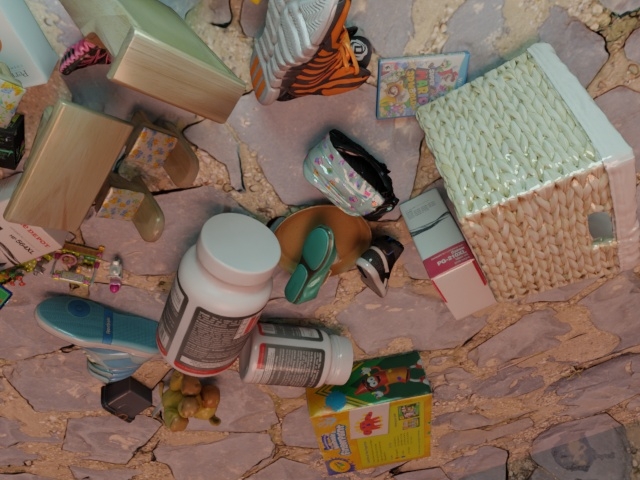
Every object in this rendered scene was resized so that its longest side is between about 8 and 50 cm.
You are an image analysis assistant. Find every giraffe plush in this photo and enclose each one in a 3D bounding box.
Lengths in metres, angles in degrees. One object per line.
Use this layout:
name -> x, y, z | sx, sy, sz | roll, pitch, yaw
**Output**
giraffe plush -> -0.369, 0.479, 1.535 | 0.170, 0.181, 0.210 | 22, 136, -37

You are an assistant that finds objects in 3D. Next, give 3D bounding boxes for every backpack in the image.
backpack -> 0.057, -0.127, 1.024 | 0.182, 0.152, 0.115 | 37, 110, -22

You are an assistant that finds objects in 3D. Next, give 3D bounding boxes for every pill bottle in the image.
pill bottle -> -0.230, 0.127, 1.172 | 0.210, 0.210, 0.363 | 13, 131, -21
pill bottle -> -0.067, 0.316, 1.418 | 0.283, 0.161, 0.161 | 10, 131, -19

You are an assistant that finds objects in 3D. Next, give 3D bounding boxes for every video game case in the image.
video game case -> 0.189, -0.288, 0.976 | 0.166, 0.015, 0.119 | -7, 134, -4

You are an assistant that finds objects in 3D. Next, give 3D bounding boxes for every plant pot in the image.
plant pot -> 0.000, 0.000, 1.213 | 0.236, 0.032, 0.236 | -5, 134, -5

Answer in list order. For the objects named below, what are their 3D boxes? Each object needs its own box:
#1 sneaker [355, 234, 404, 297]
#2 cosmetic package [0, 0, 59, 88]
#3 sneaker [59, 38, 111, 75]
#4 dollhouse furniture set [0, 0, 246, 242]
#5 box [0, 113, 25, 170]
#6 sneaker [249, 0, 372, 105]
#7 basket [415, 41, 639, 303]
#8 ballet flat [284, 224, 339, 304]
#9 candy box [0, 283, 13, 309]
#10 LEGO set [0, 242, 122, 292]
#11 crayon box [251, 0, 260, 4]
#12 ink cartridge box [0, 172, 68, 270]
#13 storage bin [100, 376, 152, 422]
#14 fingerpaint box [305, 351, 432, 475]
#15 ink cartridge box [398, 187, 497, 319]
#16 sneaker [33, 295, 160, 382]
sneaker -> 0.158, 0.060, 1.268 | 0.121, 0.079, 0.217 | -48, 157, -9
cosmetic package -> -0.634, -0.326, 0.744 | 0.377, 0.097, 0.284 | -13, 137, 3
sneaker -> -0.374, -0.301, 0.852 | 0.119, 0.047, 0.057 | -28, 143, 19
dollhouse furniture set -> -0.327, -0.153, 0.771 | 0.362, 0.256, 0.394 | 12, 121, -50
box -> -0.559, -0.178, 0.921 | 0.052, 0.062, 0.083 | 10, 131, -17
sneaker -> 0.012, -0.313, 0.795 | 0.180, 0.124, 0.321 | -13, 179, -22
basket -> 0.376, -0.105, 0.959 | 0.266, 0.331, 0.328 | -24, 137, 15
ballet flat -> -0.006, 0.052, 1.198 | 0.087, 0.083, 0.247 | -8, 141, -37
candy box -> -0.806, 0.044, 0.983 | 0.268, 0.122, 0.317 | 3, 144, 33
LEGO set -> -0.584, 0.074, 1.131 | 0.287, 0.107, 0.132 | -1, 134, -9
crayon box -> -0.109, -0.495, 0.577 | 0.313, 0.106, 0.363 | 22, 150, -29
ink cartridge box -> -0.636, -0.027, 1.039 | 0.203, 0.086, 0.148 | -19, 134, 11
storage bin -> -0.565, 0.468, 1.536 | 0.091, 0.098, 0.135 | -31, 132, 6
fingerpaint box -> 0.164, 0.578, 1.713 | 0.371, 0.163, 0.444 | -12, 134, 0
ink cartridge box -> 0.275, 0.026, 1.143 | 0.100, 0.237, 0.172 | -28, 132, 13
sneaker -> -0.577, 0.267, 1.309 | 0.319, 0.127, 0.208 | 27, 123, -30
